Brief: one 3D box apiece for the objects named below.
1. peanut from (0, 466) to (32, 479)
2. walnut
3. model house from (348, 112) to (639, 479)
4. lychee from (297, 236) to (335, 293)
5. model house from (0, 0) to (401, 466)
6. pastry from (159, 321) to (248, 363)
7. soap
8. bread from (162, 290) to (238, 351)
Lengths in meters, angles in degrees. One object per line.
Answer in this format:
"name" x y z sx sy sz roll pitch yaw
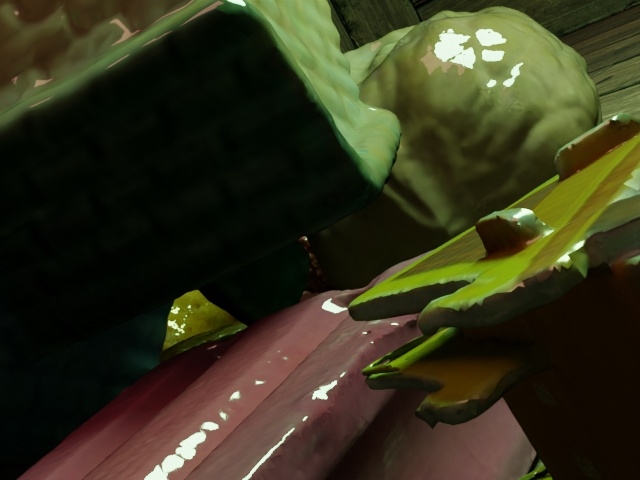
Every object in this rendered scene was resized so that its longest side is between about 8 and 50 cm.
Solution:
"peanut" -0.272 0.193 0.935 0.122 0.137 0.253 15 5 -7
"walnut" 0.103 -0.060 0.964 0.273 0.227 0.273 -26 13 6
"model house" 0.165 -0.018 0.447 0.313 0.242 0.358 -26 9 36
"lychee" 0.001 0.003 1.329 0.123 0.123 0.129 -32 41 -31
"model house" -0.178 -0.039 0.840 0.445 0.400 0.395 -28 -26 16
"pastry" -0.100 0.119 1.013 0.153 0.081 0.153 -31 6 4
"soap" -0.059 0.141 0.538 0.233 0.128 0.359 -25 8 30
"bread" -0.120 0.086 1.265 0.084 0.124 0.344 14 19 12
